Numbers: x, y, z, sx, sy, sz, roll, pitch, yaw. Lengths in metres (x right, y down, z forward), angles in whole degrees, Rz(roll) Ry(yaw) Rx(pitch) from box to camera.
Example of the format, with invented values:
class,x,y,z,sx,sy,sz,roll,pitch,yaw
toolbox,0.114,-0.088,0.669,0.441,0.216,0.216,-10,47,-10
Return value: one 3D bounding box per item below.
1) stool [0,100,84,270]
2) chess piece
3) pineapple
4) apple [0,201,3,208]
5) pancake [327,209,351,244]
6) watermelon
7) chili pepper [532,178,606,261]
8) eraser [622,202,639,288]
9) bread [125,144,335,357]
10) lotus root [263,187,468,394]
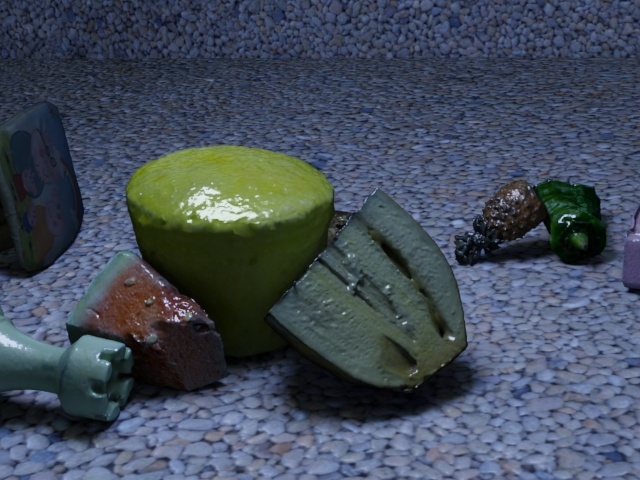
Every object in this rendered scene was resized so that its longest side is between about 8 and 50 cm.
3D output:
class,x,y,z,sx,sy,sz,roll,pitch,yaw
stool,-0.662,-0.110,2.164,0.226,0.310,0.310,-4,21,13
chess piece,-0.443,0.189,1.579,0.299,0.194,0.194,10,26,12
pineapple,0.328,-0.028,1.955,0.198,0.108,0.108,-38,23,7
apple,-0.800,-0.164,2.457,0.218,0.201,0.218,-1,16,0
pancake,0.000,0.000,2.102,0.288,0.033,0.286,6,24,25
watermelon,-0.264,0.149,1.636,0.257,0.192,0.140,24,48,23
chili pepper,0.484,-0.038,1.992,0.136,0.099,0.270,30,25,-6
eraser,0.734,0.006,1.815,0.359,0.122,0.272,7,23,24
bread,-0.145,0.013,1.744,0.348,0.307,0.348,-2,22,1
lotus root,0.092,0.107,1.588,0.267,0.260,0.149,-49,0,-19
